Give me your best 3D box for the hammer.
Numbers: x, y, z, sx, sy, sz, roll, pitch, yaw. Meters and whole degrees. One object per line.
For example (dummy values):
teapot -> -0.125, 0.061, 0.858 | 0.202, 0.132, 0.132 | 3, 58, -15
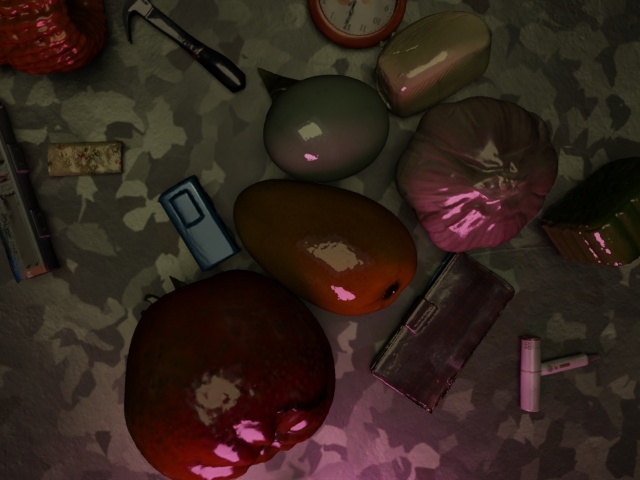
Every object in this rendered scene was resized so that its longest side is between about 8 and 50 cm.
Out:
hammer -> -0.272, -0.395, 1.513 | 0.289, 0.037, 0.137 | 39, 89, -3

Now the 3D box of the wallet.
wallet -> 0.253, 0.185, 1.556 | 0.169, 0.044, 0.317 | 34, 91, -7

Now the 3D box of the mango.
mango -> 0.000, 0.000, 1.439 | 0.377, 0.264, 0.221 | 27, 115, 12

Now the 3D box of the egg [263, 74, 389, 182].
egg -> 0.014, -0.214, 1.432 | 0.282, 0.202, 0.203 | -24, 94, -42

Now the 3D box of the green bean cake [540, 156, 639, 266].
green bean cake -> 0.584, -0.063, 1.479 | 0.248, 0.222, 0.125 | -38, 100, -7

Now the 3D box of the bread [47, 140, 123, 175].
bread -> -0.475, -0.166, 1.514 | 0.153, 0.028, 0.068 | -2, 94, -1

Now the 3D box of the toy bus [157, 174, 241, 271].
toy bus -> -0.242, -0.035, 1.491 | 0.090, 0.106, 0.185 | -32, 93, 1

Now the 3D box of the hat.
hat -> -0.614, -0.437, 1.380 | 0.399, 0.285, 0.286 | -1, 92, 2

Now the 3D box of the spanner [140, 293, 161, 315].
spanner -> -0.244, 0.121, 1.540 | 0.254, 0.015, 0.054 | -8, 92, -3

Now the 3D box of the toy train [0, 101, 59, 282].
toy train -> -0.618, -0.123, 1.478 | 0.089, 0.086, 0.410 | -18, 92, -3

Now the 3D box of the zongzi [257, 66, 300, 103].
zongzi -> -0.061, -0.321, 1.527 | 0.104, 0.052, 0.113 | -22, 78, -12

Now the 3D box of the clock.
clock -> 0.074, -0.492, 1.522 | 0.205, 0.051, 0.205 | 0, 92, -4

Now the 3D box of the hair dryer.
hair dryer -> 0.509, 0.278, 1.575 | 0.183, 0.044, 0.155 | 1, 94, -6

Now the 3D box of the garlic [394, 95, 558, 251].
garlic -> 0.304, -0.136, 1.441 | 0.317, 0.259, 0.318 | -2, 110, -7

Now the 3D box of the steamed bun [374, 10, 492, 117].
steamed bun -> 0.212, -0.365, 1.483 | 0.238, 0.170, 0.153 | -32, 74, -1

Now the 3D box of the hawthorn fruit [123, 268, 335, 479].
hawthorn fruit -> -0.183, 0.230, 1.380 | 0.402, 0.403, 0.403 | 0, 92, -3
